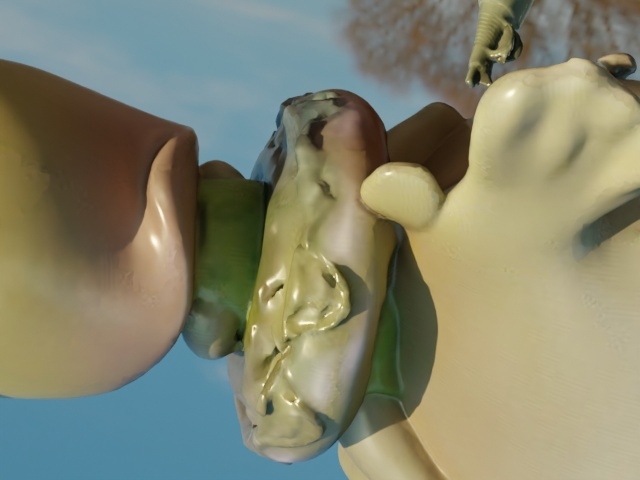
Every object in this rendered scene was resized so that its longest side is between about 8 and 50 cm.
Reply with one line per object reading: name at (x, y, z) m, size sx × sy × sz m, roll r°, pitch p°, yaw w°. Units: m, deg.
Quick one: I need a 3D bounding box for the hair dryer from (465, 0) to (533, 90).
hair dryer at (0.149, -0.171, 0.816) m, size 0.206 × 0.237 × 0.075 m, roll 11°, pitch 152°, yaw 39°

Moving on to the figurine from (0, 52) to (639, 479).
figurine at (0.000, 0.000, 0.517) m, size 0.394 × 0.274 × 0.226 m, roll 10°, pitch -116°, yaw -14°
